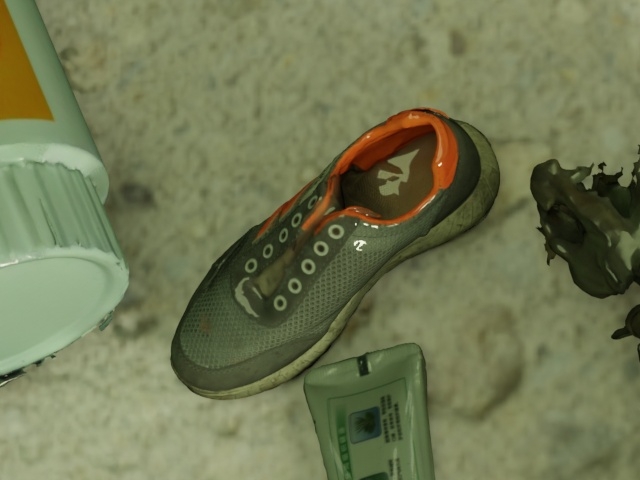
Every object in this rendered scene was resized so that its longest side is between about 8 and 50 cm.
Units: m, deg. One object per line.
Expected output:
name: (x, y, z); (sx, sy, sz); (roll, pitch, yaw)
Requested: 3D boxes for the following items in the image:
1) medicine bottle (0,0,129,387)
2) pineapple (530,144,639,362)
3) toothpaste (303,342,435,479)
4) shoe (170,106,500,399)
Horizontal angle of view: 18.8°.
medicine bottle: (-0.217, -0.089, 0.993); (0.158, 0.158, 0.318); (-29, 69, 8)
pineapple: (0.194, 0.095, 0.824); (0.175, 0.175, 0.361); (-32, 59, 6)
toothpaste: (0.036, 0.156, 0.913); (0.064, 0.041, 0.218); (-17, 67, 18)
shoe: (-0.001, 0.001, 0.944); (0.194, 0.077, 0.074); (-37, 68, 4)
